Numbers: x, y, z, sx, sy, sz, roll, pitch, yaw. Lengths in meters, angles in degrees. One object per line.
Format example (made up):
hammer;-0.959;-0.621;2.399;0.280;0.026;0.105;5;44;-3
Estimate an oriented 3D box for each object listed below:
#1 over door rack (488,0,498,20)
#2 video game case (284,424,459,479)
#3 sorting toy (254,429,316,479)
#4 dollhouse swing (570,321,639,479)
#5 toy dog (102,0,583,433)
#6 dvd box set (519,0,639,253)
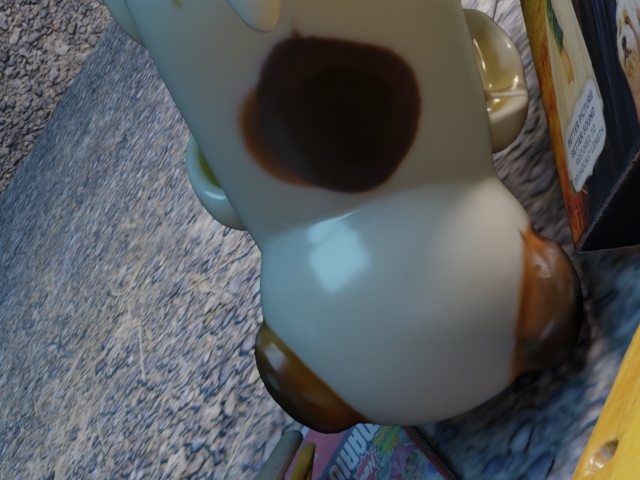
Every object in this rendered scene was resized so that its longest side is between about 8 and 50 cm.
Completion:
over door rack;0.105;-0.291;0.849;0.324;0.108;0.239;-69;27;14
video game case;0.030;0.242;0.669;0.204;0.025;0.285;-59;29;8
sorting toy;-0.060;0.236;0.559;0.347;0.047;0.196;-35;-45;-78
dollhouse swing;0.289;0.082;0.201;0.315;0.305;0.347;-48;-2;-40
toy dog;0.035;-0.077;0.592;0.284;0.408;0.395;-20;14;-3
dvd box set;0.162;-0.239;0.507;0.308;0.062;0.421;79;-176;-70
